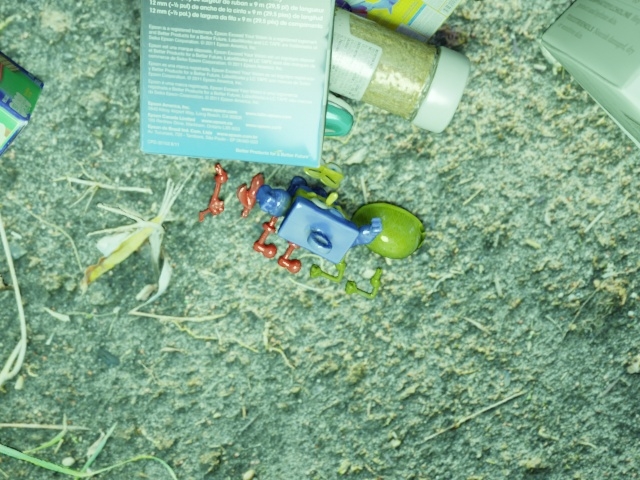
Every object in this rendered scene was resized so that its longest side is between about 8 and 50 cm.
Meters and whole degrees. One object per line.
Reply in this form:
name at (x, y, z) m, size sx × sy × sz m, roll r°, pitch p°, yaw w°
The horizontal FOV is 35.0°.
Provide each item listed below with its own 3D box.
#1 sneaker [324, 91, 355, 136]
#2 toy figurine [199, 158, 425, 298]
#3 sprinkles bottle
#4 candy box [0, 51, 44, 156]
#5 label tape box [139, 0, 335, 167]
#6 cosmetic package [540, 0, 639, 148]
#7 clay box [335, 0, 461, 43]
sneaker at (-0.085, -0.166, 1.514) m, size 0.275 × 0.110 × 0.107 m, roll -1°, pitch 154°, yaw -1°
toy figurine at (0.000, 0.000, 1.548) m, size 0.362 × 0.217 × 0.191 m, roll 29°, pitch 105°, yaw -17°
sprinkles bottle at (0.033, -0.271, 1.466) m, size 0.355 × 0.121 × 0.121 m, roll 20°, pitch 107°, yaw -5°
candy box at (-0.537, -0.241, 1.342) m, size 0.317 × 0.268 × 0.122 m, roll 37°, pitch 99°, yaw -20°
label tape box at (-0.107, -0.283, 1.346) m, size 0.249 × 0.115 × 0.347 m, roll 6°, pitch 112°, yaw 2°
cosmetic package at (0.607, -0.292, 1.464) m, size 0.329 × 0.327 × 0.394 m, roll 41°, pitch 101°, yaw -21°
clay box at (0.084, -0.377, 1.479) m, size 0.222 × 0.053 × 0.127 m, roll 30°, pitch 126°, yaw -18°
